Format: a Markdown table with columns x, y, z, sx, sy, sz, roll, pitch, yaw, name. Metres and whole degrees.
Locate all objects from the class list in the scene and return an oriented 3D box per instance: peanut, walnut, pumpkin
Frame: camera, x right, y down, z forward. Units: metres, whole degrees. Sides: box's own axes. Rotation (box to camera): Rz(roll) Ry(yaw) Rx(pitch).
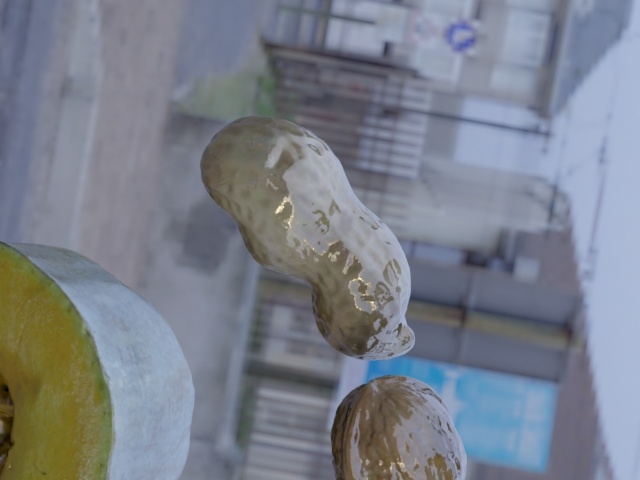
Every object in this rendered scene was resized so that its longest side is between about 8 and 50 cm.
| x | y | z | sx | sy | sz | roll | pitch | yaw | name |
| --- | --- | --- | --- | --- | --- | --- | --- | --- | --- |
| 0.000 | 0.001 | 1.376 | 0.104 | 0.228 | 0.086 | -27 | -161 | 40 | peanut |
| 0.055 | 0.156 | 1.342 | 0.105 | 0.105 | 0.124 | -81 | 150 | -67 | walnut |
| -0.271 | 0.160 | 1.570 | 0.199 | 0.332 | 0.332 | 5 | 95 | -67 | pumpkin |
